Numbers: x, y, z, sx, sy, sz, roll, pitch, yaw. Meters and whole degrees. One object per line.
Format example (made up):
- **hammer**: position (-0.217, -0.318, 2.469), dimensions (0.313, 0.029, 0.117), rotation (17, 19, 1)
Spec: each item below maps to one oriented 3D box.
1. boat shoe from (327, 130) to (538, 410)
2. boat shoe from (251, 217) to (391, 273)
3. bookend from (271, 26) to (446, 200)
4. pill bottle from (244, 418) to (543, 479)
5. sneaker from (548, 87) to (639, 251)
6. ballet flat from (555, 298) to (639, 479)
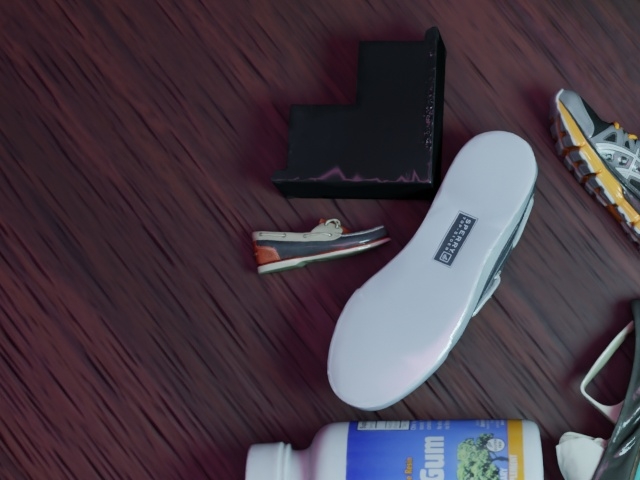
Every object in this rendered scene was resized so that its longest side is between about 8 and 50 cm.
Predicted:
- **boat shoe**: position (0.113, 0.038, 1.864), dimensions (0.108, 0.102, 0.301), rotation (26, 78, 20)
- **boat shoe**: position (0.000, 0.000, 1.908), dimensions (0.137, 0.049, 0.043), rotation (-11, 81, 8)
- **bookend**: position (0.039, -0.122, 1.904), dimensions (0.157, 0.072, 0.156), rotation (0, 78, 10)
- **pill bottle**: position (0.069, 0.243, 1.824), dimensions (0.272, 0.152, 0.152), rotation (-2, 84, 3)
- **sneaker**: position (0.300, -0.066, 1.878), dimensions (0.083, 0.084, 0.215), rotation (-40, 92, -3)
- **ballet flat**: position (0.282, 0.180, 1.851), dimensions (0.096, 0.095, 0.280), rotation (20, 76, 16)
